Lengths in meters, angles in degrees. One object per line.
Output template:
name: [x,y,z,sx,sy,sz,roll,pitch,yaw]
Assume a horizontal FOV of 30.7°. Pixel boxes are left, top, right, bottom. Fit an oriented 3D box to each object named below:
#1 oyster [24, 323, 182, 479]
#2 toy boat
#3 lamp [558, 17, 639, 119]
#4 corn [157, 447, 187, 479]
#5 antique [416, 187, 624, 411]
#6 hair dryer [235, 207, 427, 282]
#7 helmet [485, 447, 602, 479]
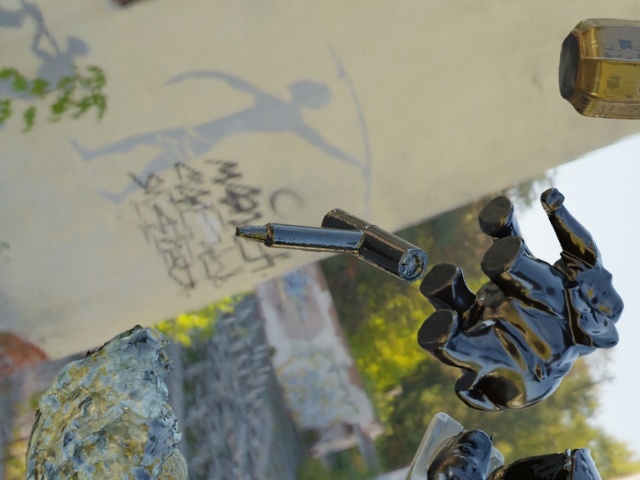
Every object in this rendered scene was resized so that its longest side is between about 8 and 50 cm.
oyster: [-0.147,0.140,0.794,0.064,0.125,0.177,39,-47,41]
toy boat: [0.192,0.365,1.697,0.269,0.140,0.141,-59,134,-59]
lamp: [0.475,-0.268,1.824,0.161,0.185,0.161,-177,-90,-82]
corn: [-0.267,0.361,1.913,0.231,0.080,0.080,79,-5,-67]
antique: [0.297,0.104,1.722,0.255,0.322,0.185,44,-11,-23]
hair dryer: [0.004,0.004,1.382,0.173,0.194,0.050,25,-70,52]
helmet: [0.221,0.374,1.353,0.177,0.305,0.225,61,-24,2]
